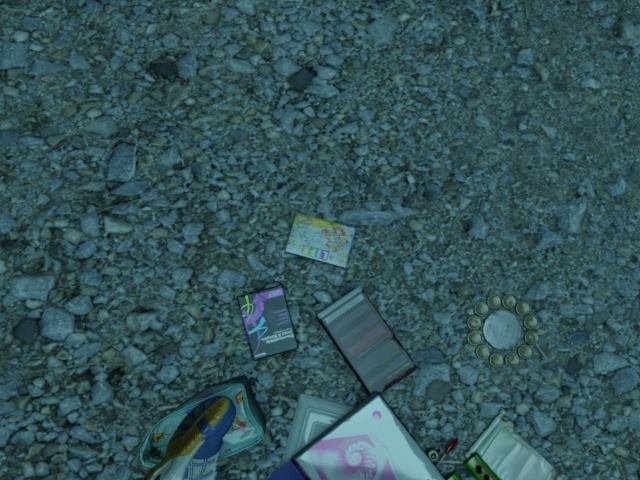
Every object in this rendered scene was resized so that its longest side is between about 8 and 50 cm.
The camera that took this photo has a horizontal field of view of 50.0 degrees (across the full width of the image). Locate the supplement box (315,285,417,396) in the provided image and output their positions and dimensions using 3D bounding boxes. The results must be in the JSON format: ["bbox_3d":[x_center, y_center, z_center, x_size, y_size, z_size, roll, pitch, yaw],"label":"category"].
[{"bbox_3d":[0.108,0.243,1.643,0.130,0.073,0.239,-33,83,-8],"label":"supplement box"}]

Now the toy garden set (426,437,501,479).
[{"bbox_3d":[0.279,0.580,1.597,0.244,0.049,0.204,-40,84,-4],"label":"toy garden set"}]

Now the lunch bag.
[{"bbox_3d":[-0.259,0.418,1.513,0.262,0.223,0.160,-25,85,-7],"label":"lunch bag"}]

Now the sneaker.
[{"bbox_3d":[-0.246,0.448,1.364,0.131,0.112,0.296,38,88,-20],"label":"sneaker"}]

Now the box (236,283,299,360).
[{"bbox_3d":[-0.127,0.199,1.659,0.116,0.029,0.162,-15,83,-6],"label":"box"}]

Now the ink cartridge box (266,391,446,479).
[{"bbox_3d":[0.100,0.569,1.542,0.330,0.071,0.324,-38,86,-3],"label":"ink cartridge box"}]

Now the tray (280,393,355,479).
[{"bbox_3d":[-0.013,0.510,1.611,0.145,0.030,0.270,16,80,-2],"label":"tray"}]

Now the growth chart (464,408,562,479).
[{"bbox_3d":[0.458,0.548,1.637,0.172,0.021,0.237,-42,85,-9],"label":"growth chart"}]

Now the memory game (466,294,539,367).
[{"bbox_3d":[0.450,0.223,1.698,0.186,0.012,0.186,1,81,-3],"label":"memory game"}]

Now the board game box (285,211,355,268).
[{"bbox_3d":[0.000,0.000,1.703,0.154,0.026,0.103,15,80,-1],"label":"board game box"}]
